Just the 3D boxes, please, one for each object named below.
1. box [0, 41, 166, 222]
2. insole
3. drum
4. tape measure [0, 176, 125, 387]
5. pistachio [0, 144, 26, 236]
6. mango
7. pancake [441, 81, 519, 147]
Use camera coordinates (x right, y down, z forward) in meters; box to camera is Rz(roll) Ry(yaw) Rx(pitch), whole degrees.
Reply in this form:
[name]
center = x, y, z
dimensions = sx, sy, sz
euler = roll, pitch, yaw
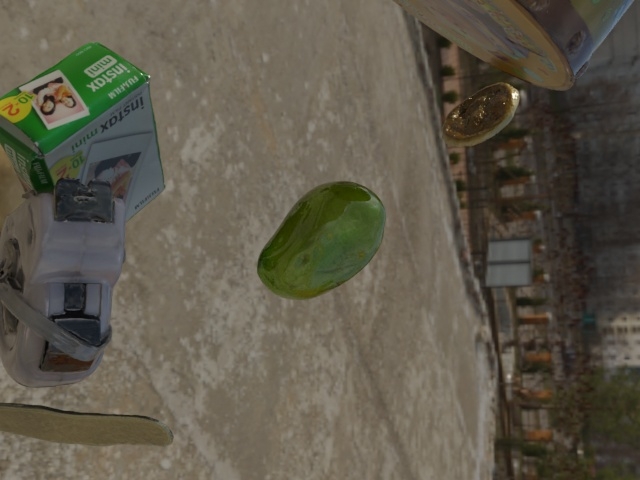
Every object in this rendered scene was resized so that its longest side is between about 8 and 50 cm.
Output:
[box]
center = -0.294, -0.107, 0.924
dimensions = 0.180, 0.103, 0.250
euler = -46, 164, -26
[insole]
center = -0.289, 0.219, 0.864
dimensions = 0.081, 0.248, 0.011
euler = 76, 19, -44
[drum]
center = 0.170, -0.371, 0.814
dimensions = 0.214, 0.431, 0.431
euler = -54, 162, 9
[tape measure]
center = -0.276, 0.052, 0.765
dimensions = 0.120, 0.236, 0.197
euler = 2, 83, -33
[pistachio]
center = -0.431, -0.062, 1.146
dimensions = 0.214, 0.194, 0.317
euler = -7, 90, -59
[mango]
center = 0.005, 0.002, 0.862
dimensions = 0.117, 0.163, 0.089
euler = 31, 17, -44
[pancake]
center = 0.289, -0.231, 1.353
dimensions = 0.028, 0.158, 0.158
euler = 46, 40, -31
